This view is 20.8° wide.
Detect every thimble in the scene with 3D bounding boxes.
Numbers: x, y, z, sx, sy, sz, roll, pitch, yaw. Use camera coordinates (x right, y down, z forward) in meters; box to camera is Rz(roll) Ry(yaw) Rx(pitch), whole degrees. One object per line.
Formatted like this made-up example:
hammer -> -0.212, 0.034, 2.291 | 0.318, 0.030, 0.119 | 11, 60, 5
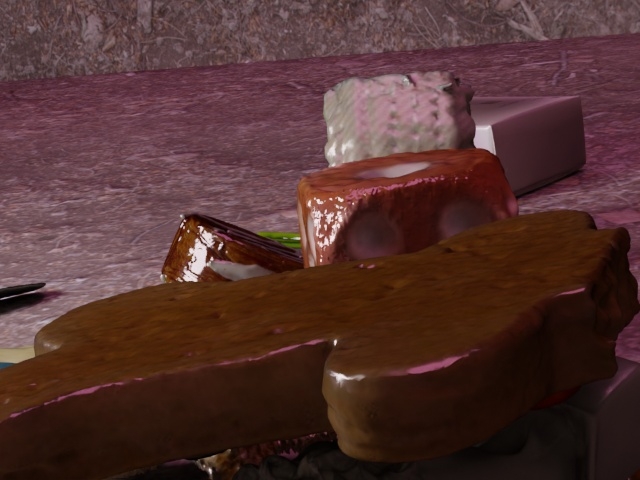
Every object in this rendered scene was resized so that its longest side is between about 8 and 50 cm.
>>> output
thimble -> 0.086, -0.063, 1.745 | 0.150, 0.219, 0.219 | -5, 13, 4

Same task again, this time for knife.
knife -> 0.000, 0.000, 1.966 | 0.184, 0.022, 0.026 | 2, 41, 35

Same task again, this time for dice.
dice -> 0.077, 0.022, 1.481 | 0.174, 0.179, 0.175 | -10, 8, -6

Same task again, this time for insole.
insole -> -0.394, 0.067, 1.863 | 0.232, 0.003, 0.080 | -11, -7, -39

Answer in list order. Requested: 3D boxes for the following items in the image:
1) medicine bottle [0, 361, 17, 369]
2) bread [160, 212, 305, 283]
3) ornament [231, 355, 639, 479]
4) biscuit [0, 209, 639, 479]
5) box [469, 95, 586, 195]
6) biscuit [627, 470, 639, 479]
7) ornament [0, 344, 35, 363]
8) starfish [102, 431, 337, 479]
medicine bottle -> -0.261, 0.157, 1.295 | 0.124, 0.079, 0.258 | -4, 13, 1
bread -> -0.067, 0.031, 1.619 | 0.160, 0.073, 0.160 | 20, 2, -1
ornament -> 0.085, 0.150, 1.026 | 0.285, 0.120, 0.130 | -14, 20, -29
biscuit -> -0.015, 0.074, 1.004 | 0.394, 0.076, 0.368 | -11, 10, 14
box -> 0.175, -0.117, 2.201 | 0.251, 0.106, 0.203 | 5, 16, 41
biscuit -> 0.206, 0.134, 1.204 | 0.208, 0.041, 0.290 | -17, 15, -33
ornament -> -0.186, 0.106, 1.547 | 0.201, 0.059, 0.180 | -21, 19, -37
starfish -> -0.065, 0.127, 1.255 | 0.303, 0.113, 0.312 | -9, 10, -1
